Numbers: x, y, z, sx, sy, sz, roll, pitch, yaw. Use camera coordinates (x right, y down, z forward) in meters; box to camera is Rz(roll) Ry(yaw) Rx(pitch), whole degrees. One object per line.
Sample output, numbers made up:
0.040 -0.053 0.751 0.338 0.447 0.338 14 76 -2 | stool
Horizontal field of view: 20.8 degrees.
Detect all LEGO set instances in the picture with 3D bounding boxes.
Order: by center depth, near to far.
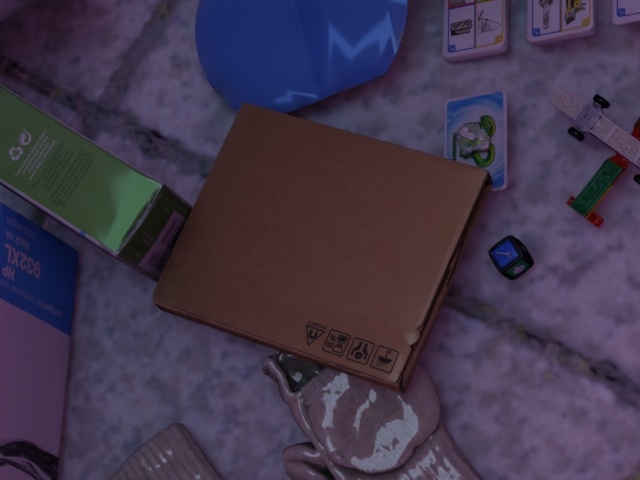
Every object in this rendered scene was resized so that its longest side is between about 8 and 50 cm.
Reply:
0.175 -0.093 1.211 0.182 0.060 0.244 -9 69 29 | LEGO set

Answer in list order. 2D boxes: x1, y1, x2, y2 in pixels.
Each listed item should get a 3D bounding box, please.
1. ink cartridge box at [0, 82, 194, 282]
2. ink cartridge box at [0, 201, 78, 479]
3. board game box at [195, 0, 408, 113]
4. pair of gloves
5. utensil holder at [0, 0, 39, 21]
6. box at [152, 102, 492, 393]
-0.194 -0.052 1.265 0.209 0.109 0.062 31 86 18 | ink cartridge box
-0.311 0.140 1.244 0.223 0.129 0.307 -3 72 18 | ink cartridge box
-0.009 -0.160 1.292 0.169 0.033 0.133 -21 72 17 | board game box
-0.015 0.174 1.179 0.240 0.042 0.204 -34 65 5 | pair of gloves
-0.427 -0.228 1.301 0.385 0.327 0.327 -32 65 9 | utensil holder
0.000 0.000 1.208 0.201 0.021 0.164 17 75 26 | box
